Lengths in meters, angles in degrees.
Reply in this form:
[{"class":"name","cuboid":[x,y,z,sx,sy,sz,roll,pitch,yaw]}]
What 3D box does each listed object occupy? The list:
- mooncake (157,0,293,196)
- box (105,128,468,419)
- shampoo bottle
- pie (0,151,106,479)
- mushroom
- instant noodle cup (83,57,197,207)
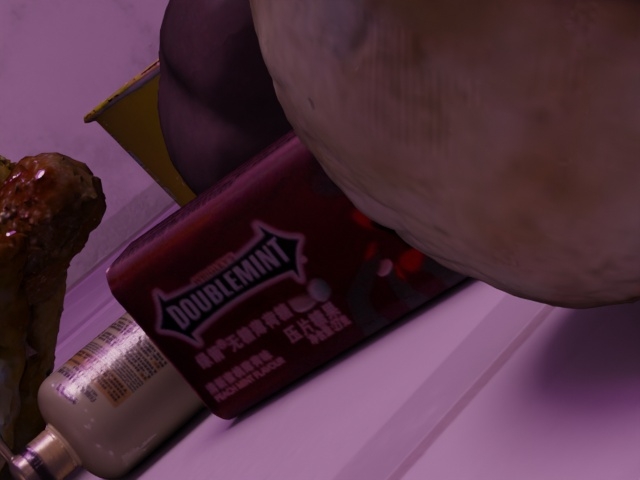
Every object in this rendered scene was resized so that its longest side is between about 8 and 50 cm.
[{"class":"mooncake","cuboid":[0.013,-0.104,0.945,0.245,0.245,0.133,-37,29,-1]},{"class":"box","cuboid":[0.000,0.000,0.806,0.224,0.120,0.069,-31,13,28]},{"class":"shampoo bottle","cuboid":[-0.124,0.098,0.922,0.162,0.079,0.079,-41,9,-20]},{"class":"pie","cuboid":[-0.391,0.052,1.042,0.180,0.418,0.395,-106,34,-86]},{"class":"mushroom","cuboid":[0.099,-0.057,0.523,0.267,0.164,0.189,7,33,4]},{"class":"instant noodle cup","cuboid":[-0.024,-0.098,1.164,0.264,0.200,0.264,-37,8,6]}]
